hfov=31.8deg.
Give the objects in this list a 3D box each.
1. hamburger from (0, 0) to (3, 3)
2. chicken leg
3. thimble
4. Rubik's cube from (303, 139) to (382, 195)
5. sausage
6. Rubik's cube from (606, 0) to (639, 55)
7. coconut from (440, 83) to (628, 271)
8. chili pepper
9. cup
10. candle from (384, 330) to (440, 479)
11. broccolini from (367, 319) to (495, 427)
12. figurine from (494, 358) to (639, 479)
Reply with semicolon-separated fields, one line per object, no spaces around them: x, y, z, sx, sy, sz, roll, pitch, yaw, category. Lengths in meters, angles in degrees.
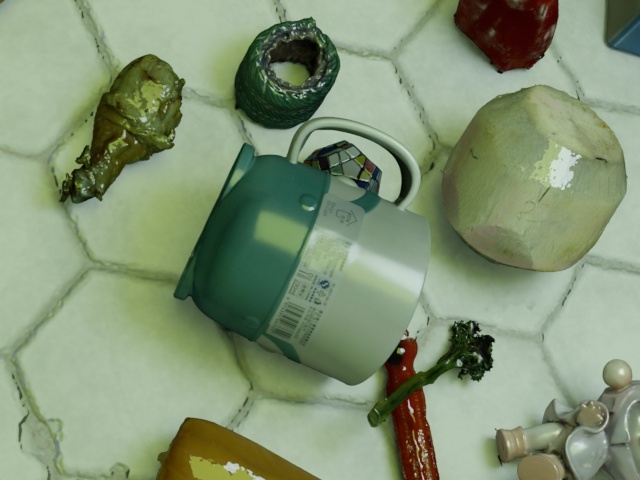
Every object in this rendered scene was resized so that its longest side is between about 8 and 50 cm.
-0.460;-0.363;1.369;0.213;0.108;0.214;7;68;-16;hamburger
-0.234;-0.127;1.371;0.103;0.088;0.228;33;60;-19;chicken leg
-0.042;-0.216;1.464;0.135;0.090;0.118;-36;87;-28;thimble
0.025;-0.074;1.432;0.111;0.093;0.111;7;69;-18;Rubik's cube
-0.034;0.314;1.267;0.328;0.112;0.112;30;65;-6;sausage
0.651;-0.460;1.640;0.344;0.346;0.347;14;67;-12;Rubik's cube
0.267;-0.069;1.450;0.227;0.230;0.227;20;37;-16;coconut
0.262;-0.329;1.523;0.136;0.253;0.144;-8;81;-2;chili pepper
0.000;0.000;1.310;0.257;0.219;0.290;25;97;-8;cup
0.115;0.257;1.366;0.051;0.048;0.329;2;70;-34;candle
0.133;0.170;1.374;0.254;0.071;0.058;-28;124;-43;broccolini
0.359;0.250;1.408;0.275;0.133;0.200;-7;85;-16;figurine
